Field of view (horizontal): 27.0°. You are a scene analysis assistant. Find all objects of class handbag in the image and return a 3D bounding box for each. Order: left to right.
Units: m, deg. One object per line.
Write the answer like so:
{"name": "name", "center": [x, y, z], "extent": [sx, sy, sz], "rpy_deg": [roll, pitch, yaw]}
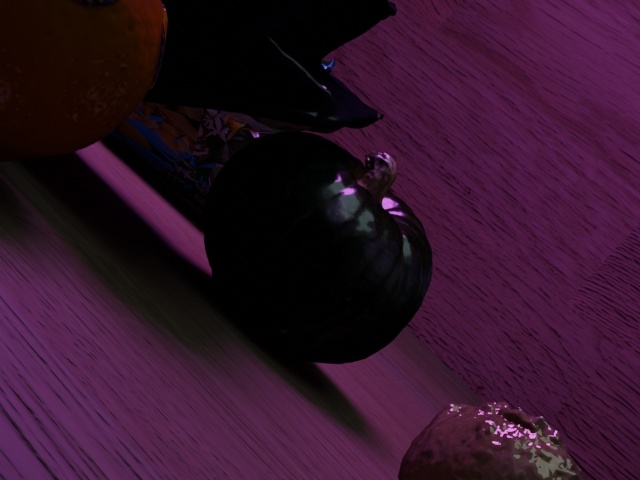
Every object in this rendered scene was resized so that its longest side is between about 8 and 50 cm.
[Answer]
{"name": "handbag", "center": [-0.114, -0.148, 1.042], "extent": [0.329, 0.121, 0.303], "rpy_deg": [3, 6, 8]}

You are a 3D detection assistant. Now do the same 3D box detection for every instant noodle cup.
{"name": "instant noodle cup", "center": [-0.118, -0.147, 1.466], "extent": [0.178, 0.240, 0.240], "rpy_deg": [32, 4, -8]}

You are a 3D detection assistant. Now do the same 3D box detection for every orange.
{"name": "orange", "center": [-0.178, -0.127, 0.783], "extent": [0.178, 0.155, 0.177], "rpy_deg": [12, 31, -7]}

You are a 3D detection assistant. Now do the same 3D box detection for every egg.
{"name": "egg", "center": [0.113, 0.166, 0.850], "extent": [0.140, 0.116, 0.118], "rpy_deg": [39, -34, 38]}

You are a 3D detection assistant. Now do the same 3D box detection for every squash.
{"name": "squash", "center": [-0.003, 0.005, 1.134], "extent": [0.218, 0.172, 0.218], "rpy_deg": [51, 27, -39]}
